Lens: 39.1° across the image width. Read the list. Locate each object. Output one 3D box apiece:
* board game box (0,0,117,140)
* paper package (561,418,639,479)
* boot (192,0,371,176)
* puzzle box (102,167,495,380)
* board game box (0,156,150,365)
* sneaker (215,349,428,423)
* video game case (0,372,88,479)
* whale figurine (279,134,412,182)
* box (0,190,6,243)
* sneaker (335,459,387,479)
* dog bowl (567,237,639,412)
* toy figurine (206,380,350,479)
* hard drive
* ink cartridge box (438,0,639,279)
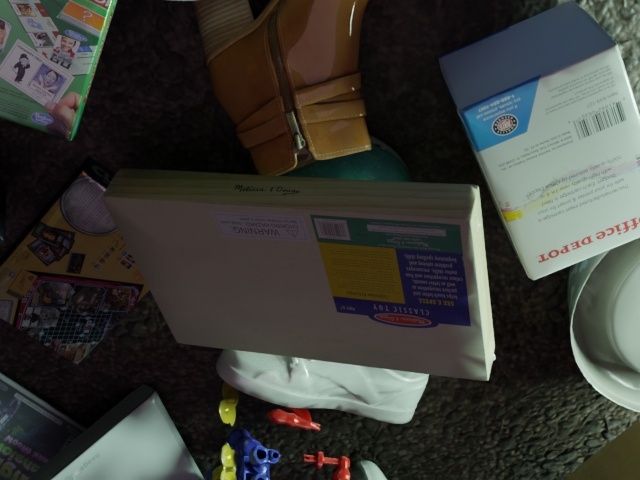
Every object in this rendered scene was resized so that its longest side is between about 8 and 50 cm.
[{"bbox_3d":[-0.347,-0.242,0.810,0.317,0.046,0.213,19,102,-12],"label":"board game box"},{"bbox_3d":[0.418,0.422,1.138,0.168,0.309,0.325,36,110,-23],"label":"paper package"},{"bbox_3d":[0.014,-0.199,0.942,0.283,0.109,0.220,-20,91,13],"label":"boot"},{"bbox_3d":[-0.015,0.040,1.017,0.409,0.052,0.272,5,138,19],"label":"puzzle box"},{"bbox_3d":[-0.303,0.033,1.145,0.165,0.042,0.243,38,111,-22],"label":"board game box"},{"bbox_3d":[0.021,0.136,1.191,0.293,0.108,0.169,13,117,-21],"label":"sneaker"},{"bbox_3d":[-0.444,0.286,1.238,0.190,0.022,0.173,40,73,-22],"label":"video game case"},{"bbox_3d":[0.000,0.000,1.084,0.216,0.141,0.272,27,117,-17],"label":"whale figurine"},{"bbox_3d":[-0.572,-0.055,0.956,0.312,0.179,0.343,-39,116,-3],"label":"box"},{"bbox_3d":[0.204,0.436,1.357,0.257,0.169,0.447,-28,125,3],"label":"sneaker"},{"bbox_3d":[0.484,0.066,1.168,0.349,0.102,0.348,-1,119,-2],"label":"dog bowl"},{"bbox_3d":[-0.083,0.379,1.233,0.191,0.362,0.217,11,145,-22],"label":"toy figurine"},{"bbox_3d":[-0.257,0.385,1.283,0.203,0.040,0.307,-40,124,-30],"label":"hard drive"},{"bbox_3d":[0.260,-0.112,1.016,0.171,0.168,0.232,-22,118,10],"label":"ink cartridge box"}]
